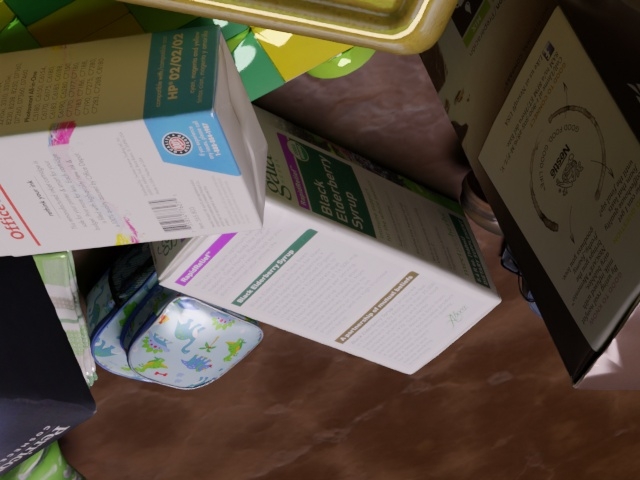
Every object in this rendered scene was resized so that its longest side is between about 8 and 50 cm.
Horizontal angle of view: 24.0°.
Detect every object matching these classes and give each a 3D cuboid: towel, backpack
[{"bbox_3d":[-0.217,0.065,1.040,0.113,0.023,0.152,-12,140,-11],"label":"towel"},{"bbox_3d":[-0.101,0.050,1.024,0.105,0.084,0.114,24,127,-37],"label":"backpack"}]

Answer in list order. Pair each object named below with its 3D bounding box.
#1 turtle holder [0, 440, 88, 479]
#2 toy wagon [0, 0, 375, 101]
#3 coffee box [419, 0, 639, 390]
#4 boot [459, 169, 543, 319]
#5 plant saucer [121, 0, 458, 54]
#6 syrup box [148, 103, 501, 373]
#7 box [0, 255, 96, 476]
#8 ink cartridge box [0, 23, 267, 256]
[{"bbox_3d":[-0.286,0.305,1.118,0.227,0.243,0.320,34,126,-6],"label":"turtle holder"},{"bbox_3d":[-0.054,-0.173,0.801,0.344,0.068,0.267,-27,140,8],"label":"toy wagon"},{"bbox_3d":[0.178,-0.065,0.839,0.168,0.297,0.119,5,134,-26],"label":"coffee box"},{"bbox_3d":[0.163,0.015,1.094,0.219,0.082,0.106,15,127,-37],"label":"boot"},{"bbox_3d":[-0.030,-0.215,0.639,0.333,0.081,0.332,8,133,-21],"label":"plant saucer"},{"bbox_3d":[0.000,0.000,1.000,0.237,0.093,0.096,24,124,-40],"label":"syrup box"},{"bbox_3d":[-0.338,0.087,0.831,0.296,0.182,0.294,-34,159,17],"label":"box"},{"bbox_3d":[-0.128,-0.048,0.790,0.181,0.061,0.104,-6,145,10],"label":"ink cartridge box"}]
